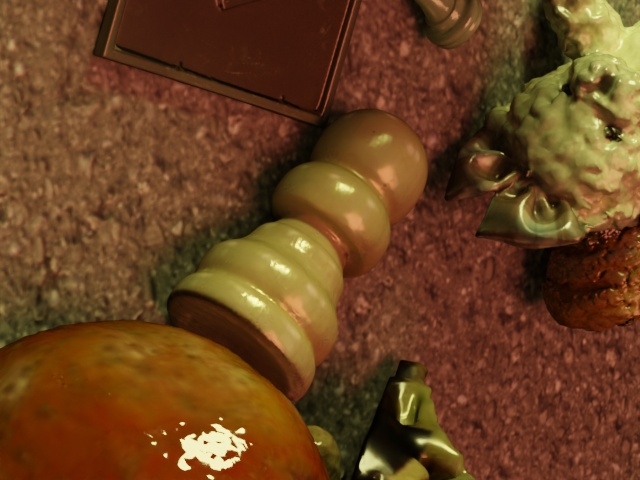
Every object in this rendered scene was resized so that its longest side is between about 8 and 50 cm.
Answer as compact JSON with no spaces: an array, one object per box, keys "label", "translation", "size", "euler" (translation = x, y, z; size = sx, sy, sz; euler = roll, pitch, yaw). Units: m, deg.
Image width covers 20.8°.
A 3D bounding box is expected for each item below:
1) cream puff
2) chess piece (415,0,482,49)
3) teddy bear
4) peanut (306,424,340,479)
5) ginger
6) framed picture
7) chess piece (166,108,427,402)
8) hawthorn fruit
[{"label":"cream puff","translation":[0.323,-0.005,1.996],"size":[0.183,0.183,0.169],"euler":[-32,110,-32]},{"label":"chess piece","translation":[0.111,-0.249,1.791],"size":[0.103,0.067,0.067],"euler":[34,79,-33]},{"label":"teddy bear","translation":[0.347,-0.184,1.851],"size":[0.362,0.327,0.375],"euler":[-13,142,-43]},{"label":"peanut","translation":[-0.023,0.296,1.803],"size":[0.085,0.104,0.228],"euler":[-3,110,-18]},{"label":"ginger","translation":[0.129,0.318,1.798],"size":[0.413,0.211,0.358],"euler":[30,72,-82]},{"label":"framed picture","translation":[-0.071,-0.239,1.654],"size":[0.289,0.016,0.213],"euler":[14,93,-44]},{"label":"chess piece","translation":[0.000,0.000,1.705],"size":[0.300,0.167,0.167],"euler":[-51,131,-25]},{"label":"hawthorn fruit","translation":[-0.152,0.264,1.474],"size":[0.403,0.403,0.403],"euler":[-14,112,-39]}]
